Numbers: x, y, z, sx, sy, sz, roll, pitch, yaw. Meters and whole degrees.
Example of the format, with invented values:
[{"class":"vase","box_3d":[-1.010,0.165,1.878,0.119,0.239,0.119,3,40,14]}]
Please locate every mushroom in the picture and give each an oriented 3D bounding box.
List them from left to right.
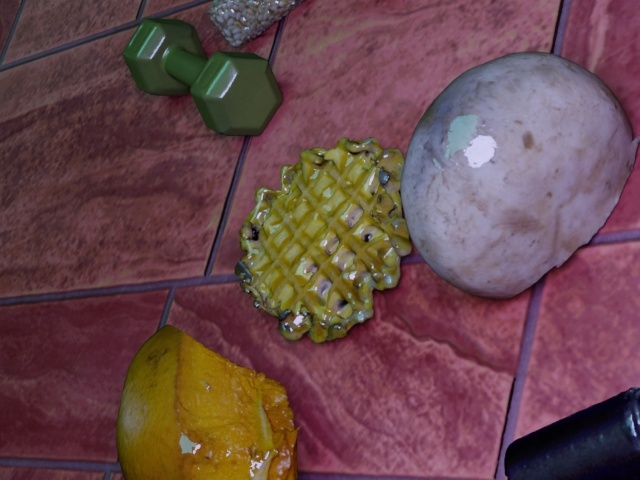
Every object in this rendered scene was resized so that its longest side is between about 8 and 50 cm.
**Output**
[{"class":"mushroom","box_3d":[0.172,-0.086,1.332,0.253,0.189,0.195,-50,39,-3]}]

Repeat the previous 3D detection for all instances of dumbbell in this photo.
[{"class":"dumbbell","box_3d":[-0.169,-0.232,1.866,0.121,0.108,0.302,-58,38,-1]}]

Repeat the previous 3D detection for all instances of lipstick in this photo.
[{"class":"lipstick","box_3d":[0.290,0.156,1.123,0.300,0.081,0.081,-29,47,33]}]

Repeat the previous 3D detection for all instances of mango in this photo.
[{"class":"mango","box_3d":[-0.138,0.200,1.481,0.199,0.201,0.350,-30,28,-11]}]

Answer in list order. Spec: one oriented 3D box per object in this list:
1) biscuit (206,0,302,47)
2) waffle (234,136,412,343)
[{"class":"biscuit","box_3d":[-0.078,-0.344,1.871,0.168,0.082,0.070,-34,18,28]},{"class":"waffle","box_3d":[-0.002,-0.002,1.565,0.280,0.060,0.262,-17,53,40]}]
